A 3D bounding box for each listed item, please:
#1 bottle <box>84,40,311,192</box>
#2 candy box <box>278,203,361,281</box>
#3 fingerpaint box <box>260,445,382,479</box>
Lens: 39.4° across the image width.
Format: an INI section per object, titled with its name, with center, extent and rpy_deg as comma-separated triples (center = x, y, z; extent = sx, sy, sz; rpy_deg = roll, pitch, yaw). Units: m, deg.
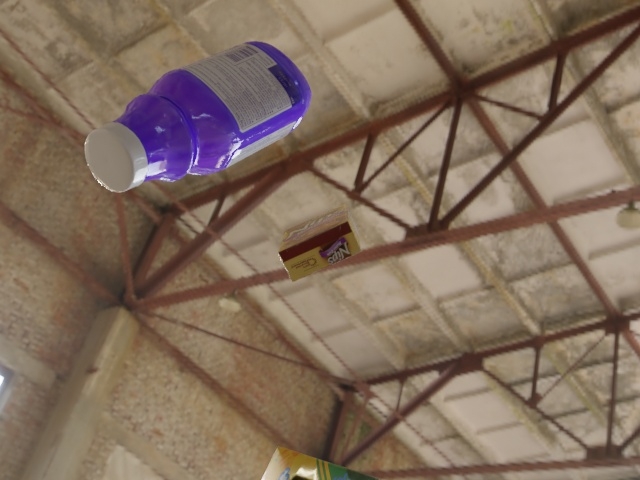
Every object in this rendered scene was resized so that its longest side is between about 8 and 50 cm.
[bottle]
center = -0.128, -0.132, 0.963
extent = 0.118, 0.283, 0.092
rpy_deg = 45, -48, 7
[candy box]
center = 0.000, 0.000, 1.317
extent = 0.109, 0.187, 0.053
rpy_deg = -24, -83, 4
[fingerpaint box]
center = -0.037, 0.554, 1.312
extent = 0.163, 0.445, 0.371
rpy_deg = 33, -17, -18
